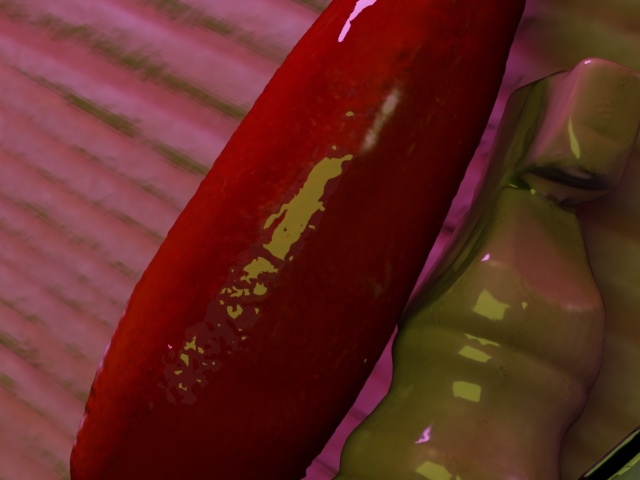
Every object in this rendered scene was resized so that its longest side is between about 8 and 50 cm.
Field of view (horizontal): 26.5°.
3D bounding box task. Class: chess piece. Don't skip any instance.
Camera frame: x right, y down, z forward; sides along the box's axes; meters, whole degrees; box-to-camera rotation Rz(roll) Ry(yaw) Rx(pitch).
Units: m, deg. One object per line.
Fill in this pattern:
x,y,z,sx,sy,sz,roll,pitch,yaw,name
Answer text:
0.068,0.027,0.502,0.090,0.090,0.200,13,75,23,chess piece

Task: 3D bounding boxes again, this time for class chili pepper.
0.003,-0.005,0.517,0.092,0.137,0.368,34,85,4,chili pepper

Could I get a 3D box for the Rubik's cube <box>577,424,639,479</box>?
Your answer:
0.187,0.095,0.400,0.154,0.151,0.155,-41,64,2,Rubik's cube
